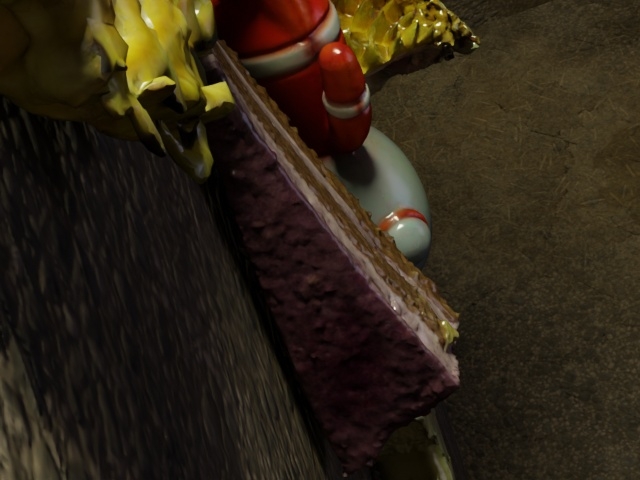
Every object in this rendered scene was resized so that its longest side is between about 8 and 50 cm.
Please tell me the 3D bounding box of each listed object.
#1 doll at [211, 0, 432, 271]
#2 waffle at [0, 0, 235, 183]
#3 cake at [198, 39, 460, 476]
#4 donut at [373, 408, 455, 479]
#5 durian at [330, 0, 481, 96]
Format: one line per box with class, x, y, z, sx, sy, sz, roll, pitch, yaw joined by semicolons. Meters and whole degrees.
doll;-0.006;-0.070;0.913;0.200;0.105;0.336;30;-27;56
waffle;-0.105;-0.154;0.432;0.329;0.062;0.329;-20;90;-84
cake;0.000;0.000;0.801;0.116;0.113;0.295;-101;165;-67
donut;0.067;0.167;1.048;0.108;0.065;0.166;-101;169;-57
durian;-0.008;-0.199;1.150;0.195;0.186;0.305;59;-7;-7
